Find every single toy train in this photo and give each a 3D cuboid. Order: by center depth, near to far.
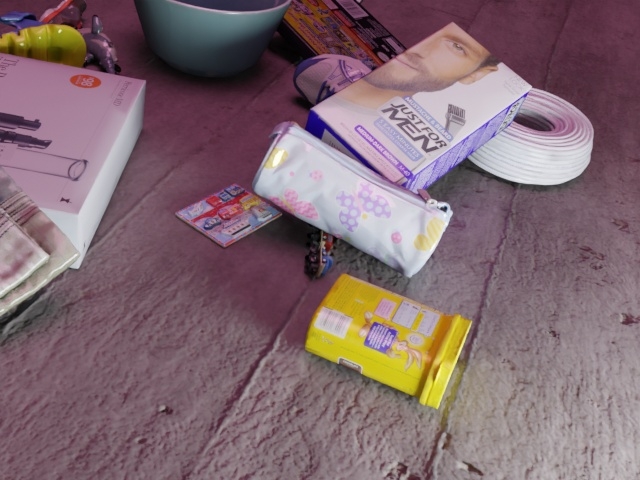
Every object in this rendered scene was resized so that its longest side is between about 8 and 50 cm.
[{"bbox_3d":[0.000,0.000,1.090,0.036,0.027,0.158,19,34,-11],"label":"toy train"}]

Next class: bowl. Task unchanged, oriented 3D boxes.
[{"bbox_3d":[-0.216,-0.423,1.475,0.312,0.163,0.311,9,35,-6],"label":"bowl"}]

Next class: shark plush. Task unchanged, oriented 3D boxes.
[{"bbox_3d":[-0.408,-0.334,1.414,0.067,0.073,0.161,-27,70,-17],"label":"shark plush"}]

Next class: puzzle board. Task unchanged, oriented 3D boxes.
[{"bbox_3d":[-0.130,-0.040,1.113,0.096,0.011,0.128,31,40,23],"label":"puzzle board"}]

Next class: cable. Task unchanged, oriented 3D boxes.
[{"bbox_3d":[0.375,-0.198,1.423,0.257,0.089,0.257,8,36,-7],"label":"cable"}]

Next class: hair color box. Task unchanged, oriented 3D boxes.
[{"bbox_3d":[0.156,-0.198,1.236,0.339,0.110,0.185,-36,72,-30],"label":"hair color box"}]

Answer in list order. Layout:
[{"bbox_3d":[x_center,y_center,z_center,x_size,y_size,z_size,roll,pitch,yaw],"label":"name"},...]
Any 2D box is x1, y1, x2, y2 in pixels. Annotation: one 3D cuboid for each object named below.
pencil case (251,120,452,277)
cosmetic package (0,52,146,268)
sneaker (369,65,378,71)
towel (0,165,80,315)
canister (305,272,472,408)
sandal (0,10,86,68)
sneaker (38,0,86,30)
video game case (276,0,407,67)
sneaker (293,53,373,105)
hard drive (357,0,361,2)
[{"bbox_3d":[0.042,-0.057,1.059,0.273,0.124,0.113,28,59,2],"label":"pencil case"},{"bbox_3d":[-0.424,-0.132,1.073,0.285,0.097,0.377,11,36,-7],"label":"cosmetic package"},{"bbox_3d":[0.110,-0.300,1.487,0.167,0.076,0.065,-15,45,-33],"label":"sneaker"},{"bbox_3d":[-0.476,-0.002,0.815,0.312,0.056,0.324,40,56,16],"label":"towel"},{"bbox_3d":[0.081,0.114,0.921,0.170,0.073,0.126,21,36,13],"label":"canister"},{"bbox_3d":[-0.561,-0.319,1.272,0.317,0.126,0.138,-9,36,-40],"label":"sandal"},{"bbox_3d":[-0.487,-0.421,1.492,0.065,0.061,0.158,39,36,-11],"label":"sneaker"},{"bbox_3d":[0.037,-0.434,1.631,0.248,0.035,0.275,-23,63,-40],"label":"video game case"},{"bbox_3d":[0.060,-0.239,1.359,0.296,0.111,0.131,29,39,21],"label":"sneaker"},{"bbox_3d":[-0.059,-0.605,1.780,0.308,0.040,0.203,33,46,-2],"label":"hard drive"}]
